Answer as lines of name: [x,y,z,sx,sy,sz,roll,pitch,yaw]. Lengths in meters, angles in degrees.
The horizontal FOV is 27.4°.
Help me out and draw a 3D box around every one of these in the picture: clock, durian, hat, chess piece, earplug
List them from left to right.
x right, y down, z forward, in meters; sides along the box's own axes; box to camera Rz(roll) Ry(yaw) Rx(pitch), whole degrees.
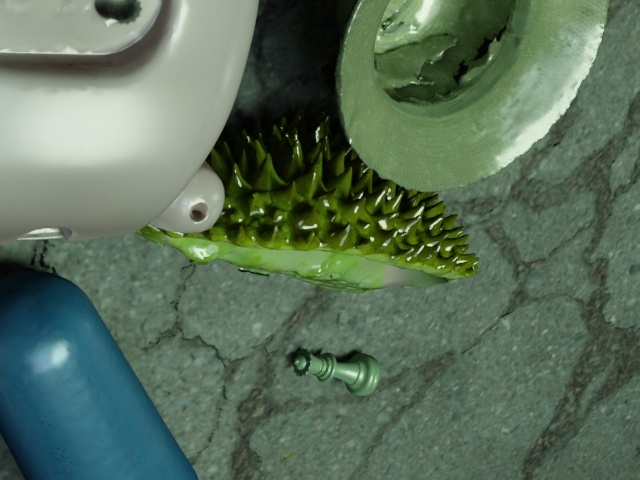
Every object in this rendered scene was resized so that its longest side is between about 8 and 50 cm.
clock: [-0.176,-0.168,0.807,0.342,0.184,0.326,-7,121,-40]
earplug: [-0.199,0.137,1.053,0.132,0.132,0.273,-31,132,-14]
durian: [0.002,-0.006,1.076,0.355,0.157,0.169,11,131,-42]
chess piece: [0.011,0.124,1.264,0.093,0.042,0.042,14,113,-36]
hat: [0.090,-0.176,1.022,0.257,0.130,0.257,-20,131,-24]
